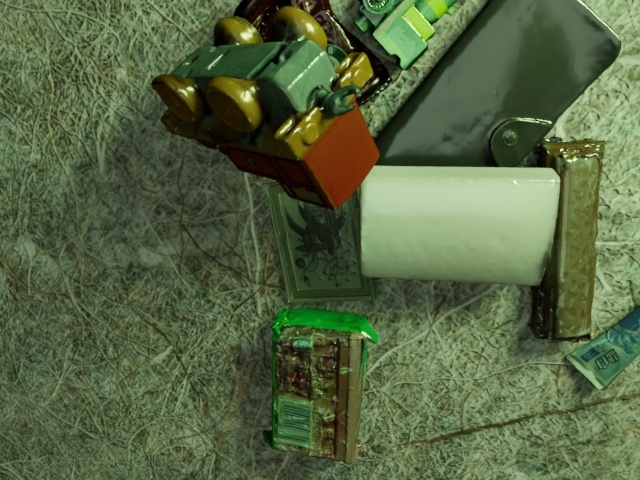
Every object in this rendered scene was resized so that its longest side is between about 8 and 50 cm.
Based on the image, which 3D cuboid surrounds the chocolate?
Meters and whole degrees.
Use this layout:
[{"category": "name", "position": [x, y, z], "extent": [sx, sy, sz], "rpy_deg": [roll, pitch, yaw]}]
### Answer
[{"category": "chocolate", "position": [0.378, 0.007, 0.743], "extent": [0.102, 0.065, 0.330], "rpy_deg": [0, 104, 13]}]

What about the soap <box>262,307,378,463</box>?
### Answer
[{"category": "soap", "position": [-0.009, 0.266, 0.879], "extent": [0.217, 0.098, 0.274], "rpy_deg": [5, 106, 10]}]

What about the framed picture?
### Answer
[{"category": "framed picture", "position": [0.000, 0.000, 0.838], "extent": [0.172, 0.010, 0.232], "rpy_deg": [-6, 104, 21]}]

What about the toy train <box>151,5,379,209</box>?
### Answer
[{"category": "toy train", "position": [-0.067, -0.172, 0.669], "extent": [0.369, 0.163, 0.232], "rpy_deg": [20, 153, 45]}]

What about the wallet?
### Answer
[{"category": "wallet", "position": [0.235, -0.189, 0.723], "extent": [0.197, 0.051, 0.378], "rpy_deg": [40, 112, -2]}]

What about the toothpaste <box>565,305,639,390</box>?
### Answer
[{"category": "toothpaste", "position": [0.515, 0.128, 0.761], "extent": [0.069, 0.047, 0.268], "rpy_deg": [33, 114, -12]}]

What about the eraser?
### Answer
[{"category": "eraser", "position": [0.194, -0.022, 0.722], "extent": [0.269, 0.095, 0.174], "rpy_deg": [2, 116, 8]}]

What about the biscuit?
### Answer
[{"category": "biscuit", "position": [-0.015, -0.293, 0.738], "extent": [0.151, 0.063, 0.235], "rpy_deg": [-34, 104, 19]}]

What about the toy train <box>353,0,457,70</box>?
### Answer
[{"category": "toy train", "position": [0.144, -0.357, 0.684], "extent": [0.132, 0.083, 0.200], "rpy_deg": [43, 110, -14]}]
